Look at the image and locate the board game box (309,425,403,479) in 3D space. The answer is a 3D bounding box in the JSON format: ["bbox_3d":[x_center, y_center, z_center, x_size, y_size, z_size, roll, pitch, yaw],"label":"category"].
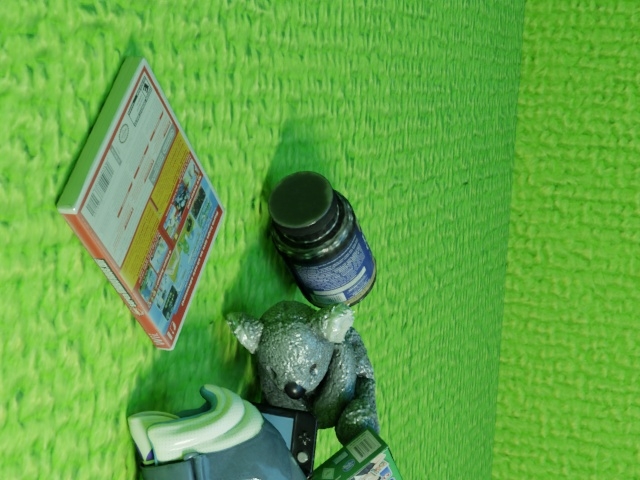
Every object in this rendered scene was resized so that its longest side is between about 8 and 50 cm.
[{"bbox_3d":[-0.022,0.406,1.593,0.317,0.046,0.213,-37,144,-11],"label":"board game box"}]

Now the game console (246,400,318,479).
[{"bbox_3d":[-0.087,0.272,1.501,0.085,0.144,0.124,0,97,-71],"label":"game console"}]

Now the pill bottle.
[{"bbox_3d":[0.000,0.000,1.690,0.219,0.122,0.123,64,37,-55],"label":"pill bottle"}]

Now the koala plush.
[{"bbox_3d":[-0.028,0.155,1.596,0.221,0.196,0.203,65,25,-53],"label":"koala plush"}]

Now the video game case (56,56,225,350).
[{"bbox_3d":[-0.189,-0.034,1.320,0.285,0.025,0.204,66,35,-52],"label":"video game case"}]

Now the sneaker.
[{"bbox_3d":[-0.176,0.316,1.358,0.323,0.130,0.236,-41,99,-15],"label":"sneaker"}]
